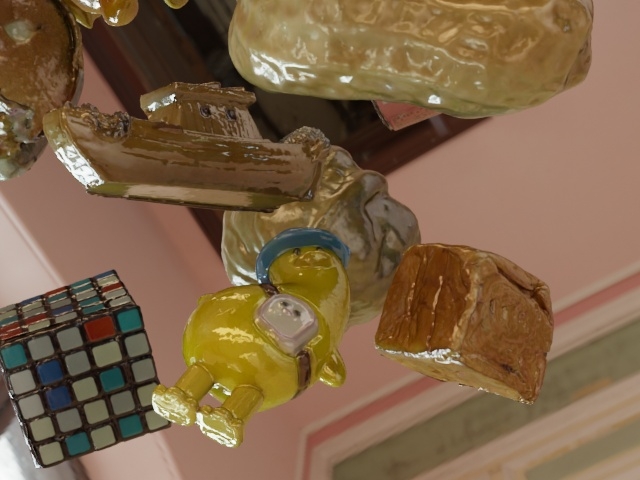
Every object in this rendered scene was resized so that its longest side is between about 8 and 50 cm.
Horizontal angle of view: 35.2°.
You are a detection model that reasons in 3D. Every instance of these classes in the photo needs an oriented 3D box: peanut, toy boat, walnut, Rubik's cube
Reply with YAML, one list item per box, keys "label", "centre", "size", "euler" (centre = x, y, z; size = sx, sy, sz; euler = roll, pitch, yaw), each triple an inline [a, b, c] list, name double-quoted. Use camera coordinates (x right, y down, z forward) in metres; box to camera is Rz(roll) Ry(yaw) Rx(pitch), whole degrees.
- label: "peanut"
  centre: [0.060, -0.174, 0.776]
  size: [0.291, 0.159, 0.143]
  euler: [9, -109, 18]
- label: "toy boat"
  centre: [-0.124, -0.099, 1.010]
  size: [0.321, 0.121, 0.089]
  euler: [4, 171, -44]
- label: "walnut"
  centre: [0.002, 0.001, 1.506]
  size: [0.282, 0.253, 0.277]
  euler: [24, -139, 23]
- label: "Rubik's cube"
  centre: [-0.319, 0.165, 1.335]
  size: [0.187, 0.184, 0.182]
  euler: [-17, -163, -16]

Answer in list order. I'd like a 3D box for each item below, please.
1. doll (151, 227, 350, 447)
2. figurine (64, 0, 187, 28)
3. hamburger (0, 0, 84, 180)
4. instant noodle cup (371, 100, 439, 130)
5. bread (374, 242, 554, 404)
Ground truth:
- label: "doll"
  centre: [-0.046, 0.100, 1.151]
  size: [0.363, 0.200, 0.145]
  euler: [-50, 160, -50]
- label: "figurine"
  centre: [-0.303, -0.421, 1.511]
  size: [0.228, 0.215, 0.215]
  euler: [6, -148, 21]
- label: "hamburger"
  centre: [-0.495, -0.264, 1.437]
  size: [0.195, 0.318, 0.276]
  euler: [-34, -152, 42]
- label: "instant noodle cup"
  centre: [0.174, -0.281, 1.404]
  size: [0.255, 0.243, 0.244]
  euler: [-26, -163, 11]
- label: "bread"
  centre: [0.162, 0.088, 1.115]
  size: [0.143, 0.158, 0.149]
  euler: [1, -107, 51]
